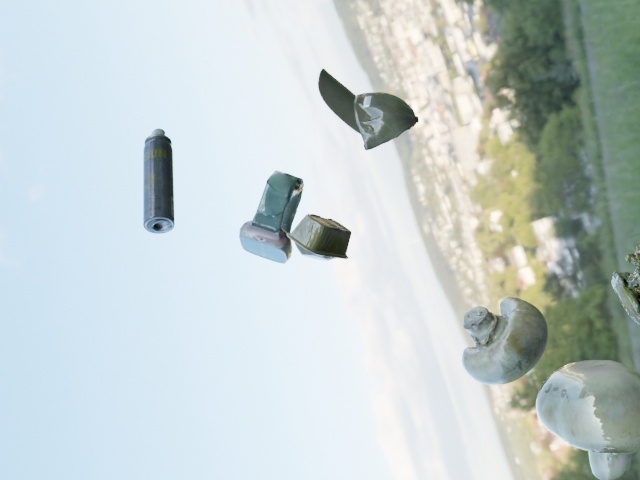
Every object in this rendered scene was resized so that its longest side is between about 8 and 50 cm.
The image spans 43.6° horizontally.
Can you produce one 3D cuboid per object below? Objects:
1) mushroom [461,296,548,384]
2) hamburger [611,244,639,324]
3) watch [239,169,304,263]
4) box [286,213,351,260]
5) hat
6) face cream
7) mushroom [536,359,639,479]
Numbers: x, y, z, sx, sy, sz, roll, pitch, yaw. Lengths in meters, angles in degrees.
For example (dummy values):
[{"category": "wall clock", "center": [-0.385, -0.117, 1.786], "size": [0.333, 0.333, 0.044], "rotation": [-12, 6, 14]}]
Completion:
[{"category": "mushroom", "center": [0.486, 0.259, 2.095], "size": [0.195, 0.254, 0.189], "rotation": [42, 166, -18]}, {"category": "hamburger", "center": [0.530, 0.071, 1.173], "size": [0.184, 0.131, 0.159], "rotation": [27, -152, -19]}, {"category": "watch", "center": [-0.133, -0.083, 2.375], "size": [0.253, 0.161, 0.241], "rotation": [97, -169, -73]}, {"category": "box", "center": [0.000, 0.000, 1.927], "size": [0.177, 0.111, 0.111], "rotation": [12, -124, -53]}, {"category": "hat", "center": [0.089, -0.271, 1.518], "size": [0.173, 0.144, 0.166], "rotation": [62, -163, -16]}, {"category": "face cream", "center": [-0.390, -0.150, 1.923], "size": [0.073, 0.073, 0.284], "rotation": [59, -160, -55]}, {"category": "mushroom", "center": [0.567, 0.368, 1.620], "size": [0.260, 0.253, 0.235], "rotation": [-11, -81, -51]}]
